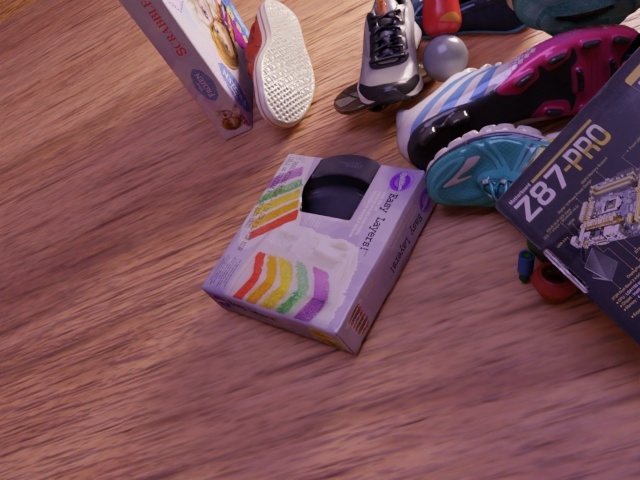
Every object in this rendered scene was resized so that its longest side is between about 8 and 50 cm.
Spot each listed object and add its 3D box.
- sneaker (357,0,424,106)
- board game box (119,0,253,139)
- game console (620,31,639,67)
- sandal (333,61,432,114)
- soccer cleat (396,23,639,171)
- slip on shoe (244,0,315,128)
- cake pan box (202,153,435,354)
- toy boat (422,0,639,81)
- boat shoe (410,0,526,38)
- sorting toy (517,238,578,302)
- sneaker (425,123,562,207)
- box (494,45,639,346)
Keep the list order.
[{"bbox_3d":[0.101,-0.299,0.891,0.100,0.108,0.271,-7,45,16],"label":"sneaker"},{"bbox_3d":[-0.229,-0.409,1.090,0.066,0.318,0.318,-19,48,16],"label":"board game box"},{"bbox_3d":[0.561,-0.307,0.624,0.386,0.060,0.342,-46,24,-28],"label":"game console"},{"bbox_3d":[0.110,-0.238,0.943,0.180,0.049,0.072,-23,41,-8],"label":"sandal"},{"bbox_3d":[0.251,-0.208,0.783,0.331,0.116,0.143,-24,36,8],"label":"soccer cleat"},{"bbox_3d":[-0.087,-0.323,1.097,0.101,0.123,0.331,-46,40,39],"label":"slip on shoe"},{"bbox_3d":[0.000,0.000,0.799,0.246,0.070,0.267,15,64,36],"label":"cake pan box"},{"bbox_3d":[0.289,-0.316,0.793,0.318,0.267,0.148,-3,95,31],"label":"toy boat"},{"bbox_3d":[0.231,-0.406,0.972,0.258,0.089,0.109,7,59,35],"label":"boat shoe"},{"bbox_3d":[0.251,0.032,0.646,0.061,0.042,0.102,2,43,14],"label":"sorting toy"},{"bbox_3d":[0.246,-0.068,0.666,0.275,0.107,0.110,1,45,32],"label":"sneaker"},{"bbox_3d":[0.386,-0.065,0.451,0.395,0.097,0.318,-52,58,20],"label":"box"}]
